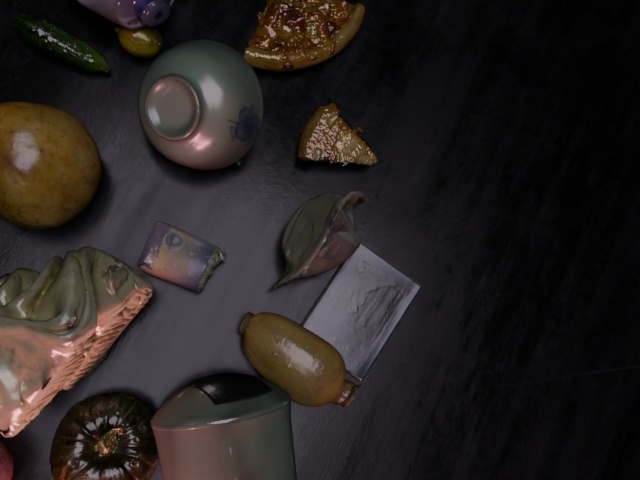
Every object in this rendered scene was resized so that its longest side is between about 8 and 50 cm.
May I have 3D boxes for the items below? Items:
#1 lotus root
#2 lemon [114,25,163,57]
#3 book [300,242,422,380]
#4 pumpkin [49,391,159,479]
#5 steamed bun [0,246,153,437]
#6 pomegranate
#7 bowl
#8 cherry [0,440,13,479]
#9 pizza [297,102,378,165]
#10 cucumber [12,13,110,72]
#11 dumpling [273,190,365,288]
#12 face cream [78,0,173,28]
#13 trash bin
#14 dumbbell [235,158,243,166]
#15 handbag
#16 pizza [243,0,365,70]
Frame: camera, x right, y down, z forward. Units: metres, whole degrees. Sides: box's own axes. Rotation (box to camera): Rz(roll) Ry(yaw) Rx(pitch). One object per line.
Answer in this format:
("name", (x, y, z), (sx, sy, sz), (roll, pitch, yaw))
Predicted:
("lotus root", (-0.050, 0.263, 1.399), (0.303, 0.131, 0.146), (36, 110, -1))
("lemon", (-0.416, -0.464, 1.475), (0.110, 0.082, 0.082), (19, 78, -8))
("book", (0.092, 0.163, 1.501), (0.190, 0.025, 0.269), (36, 77, -3))
("pumpkin", (-0.430, 0.418, 1.295), (0.223, 0.157, 0.224), (4, 69, -12))
("steamed bun", (-0.531, 0.153, 1.227), (0.237, 0.347, 0.394), (39, 58, 3))
("pomegranate", (-0.583, -0.150, 1.315), (0.260, 0.260, 0.261), (2, 81, -11))
("bowl", (-0.280, -0.285, 1.372), (0.289, 0.146, 0.290), (4, 104, 16))
("cherry", (-0.718, 0.473, 1.184), (0.307, 0.221, 0.261), (26, 80, -39))
("pizza", (0.048, -0.227, 1.534), (0.193, 0.069, 0.154), (25, 77, -13))
("cucumber", (-0.581, -0.440, 1.450), (0.227, 0.069, 0.069), (27, 77, -9))
("dumpling", (0.006, 0.001, 1.410), (0.175, 0.227, 0.244), (10, 87, -7))
("face cream", (-0.479, -0.623, 1.440), (0.234, 0.137, 0.420), (-38, 69, -14))
("trash bin", (-0.175, 0.482, 1.277), (0.280, 0.280, 0.432), (-8, 86, -12))
("dumbbell", (-0.222, -0.294, 1.478), (0.110, 0.110, 0.255), (-16, 90, -13))
("handbag", (-0.301, 0.039, 1.412), (0.173, 0.095, 0.117), (23, 81, -4))
("pizza", (-0.054, -0.528, 1.553), (0.335, 0.086, 0.226), (-25, 88, -12))
